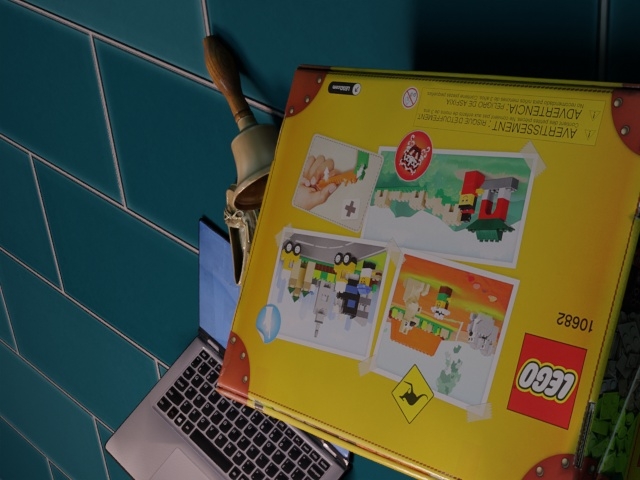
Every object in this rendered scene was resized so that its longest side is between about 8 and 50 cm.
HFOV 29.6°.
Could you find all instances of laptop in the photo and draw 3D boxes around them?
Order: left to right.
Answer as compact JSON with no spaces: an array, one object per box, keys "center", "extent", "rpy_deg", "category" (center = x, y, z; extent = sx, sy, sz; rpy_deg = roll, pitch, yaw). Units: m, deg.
[{"center":[-0.154,0.258,1.908],"extent":[0.382,0.408,0.236],"rpy_deg":[38,175,33],"category":"laptop"}]

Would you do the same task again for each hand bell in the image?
[{"center":[-0.105,-0.176,1.643],"extent":[0.242,0.126,0.126],"rpy_deg":[66,150,16],"category":"hand bell"}]

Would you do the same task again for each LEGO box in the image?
[{"center":[0.150,0.039,1.184],"extent":[0.500,0.193,0.372],"rpy_deg":[14,90,50],"category":"LEGO box"}]

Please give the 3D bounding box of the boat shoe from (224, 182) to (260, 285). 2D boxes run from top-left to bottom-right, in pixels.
[{"center":[-0.119,-0.009,1.806],"extent":[0.056,0.048,0.153],"rpy_deg":[14,119,51],"category":"boat shoe"}]
